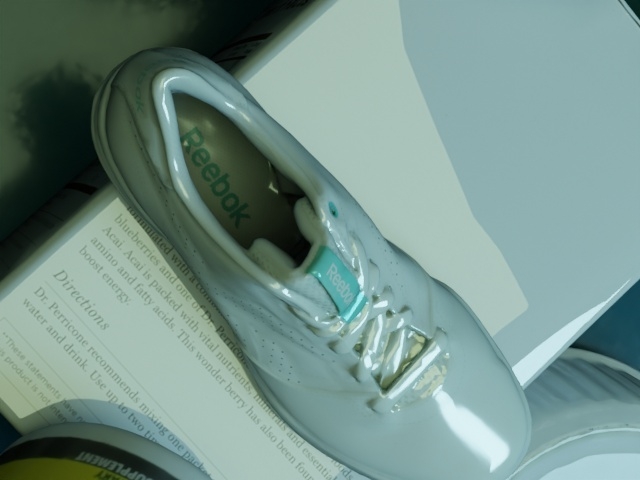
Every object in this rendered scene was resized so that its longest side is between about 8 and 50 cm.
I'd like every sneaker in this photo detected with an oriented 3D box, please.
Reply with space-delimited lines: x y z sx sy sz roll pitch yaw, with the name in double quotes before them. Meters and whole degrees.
"sneaker" 0.001 0.018 0.616 0.212 0.094 0.080 45 81 -11

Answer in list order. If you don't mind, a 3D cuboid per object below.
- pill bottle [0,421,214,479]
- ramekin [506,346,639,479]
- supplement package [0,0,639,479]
"pill bottle" -0.108 0.165 0.569 0.119 0.208 0.119 12 125 17
"ramekin" 0.119 0.159 0.832 0.207 0.109 0.207 -1 95 -14
"supplement package" 0.000 0.000 0.755 0.293 0.175 0.177 -42 100 -8
